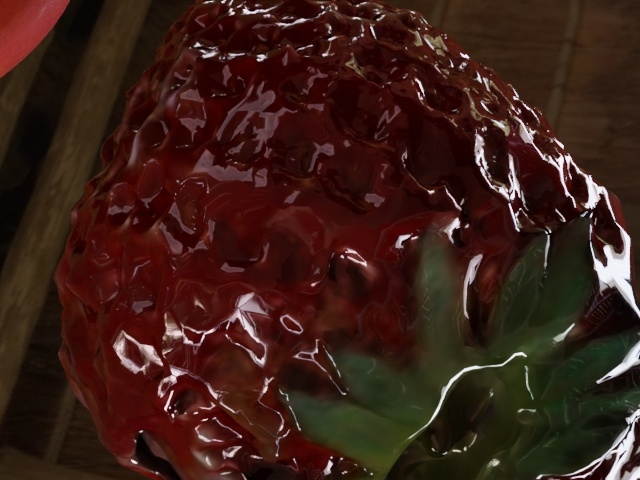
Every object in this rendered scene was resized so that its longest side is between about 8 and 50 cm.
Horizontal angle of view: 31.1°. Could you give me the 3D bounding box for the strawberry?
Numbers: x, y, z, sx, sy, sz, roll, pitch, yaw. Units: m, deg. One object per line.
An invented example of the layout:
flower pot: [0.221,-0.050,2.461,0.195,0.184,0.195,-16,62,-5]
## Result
strawberry: [-0.002,0.013,0.597,0.292,0.310,0.291,-12,-64,-26]

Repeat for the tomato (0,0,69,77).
tomato: [-0.243,-0.214,0.615,0.226,0.298,0.298,-26,-91,-4]
